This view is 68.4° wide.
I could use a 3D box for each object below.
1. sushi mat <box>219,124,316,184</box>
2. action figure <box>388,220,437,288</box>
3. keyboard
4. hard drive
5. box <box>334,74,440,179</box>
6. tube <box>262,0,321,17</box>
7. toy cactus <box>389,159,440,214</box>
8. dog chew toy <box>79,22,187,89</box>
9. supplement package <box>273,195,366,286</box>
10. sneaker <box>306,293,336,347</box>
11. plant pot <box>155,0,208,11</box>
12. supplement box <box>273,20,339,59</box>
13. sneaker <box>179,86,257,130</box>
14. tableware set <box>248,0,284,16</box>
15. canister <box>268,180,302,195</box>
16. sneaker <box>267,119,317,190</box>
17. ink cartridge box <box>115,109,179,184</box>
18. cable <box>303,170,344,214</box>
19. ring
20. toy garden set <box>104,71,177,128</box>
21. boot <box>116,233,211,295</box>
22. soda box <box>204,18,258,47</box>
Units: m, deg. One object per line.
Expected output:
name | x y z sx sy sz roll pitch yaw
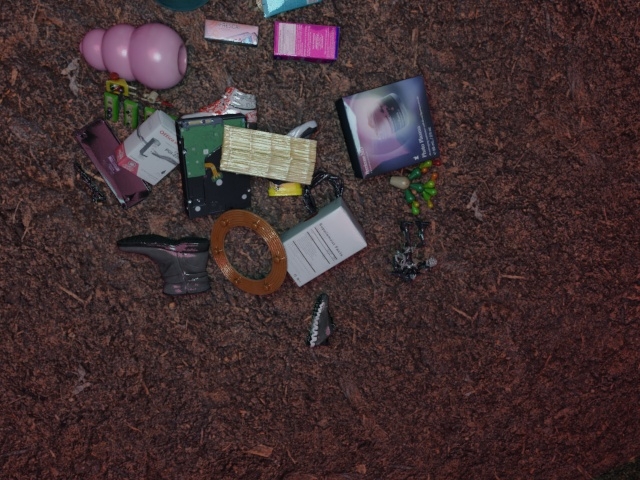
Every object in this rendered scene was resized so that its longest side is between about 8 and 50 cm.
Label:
sushi mat | -0.173 -0.285 1.578 0.317 0.019 0.151 8 100 -10
action figure | 0.354 0.063 1.826 0.164 0.141 0.275 2 98 -9
keyboard | -0.766 -0.254 1.676 0.202 0.033 0.317 -30 102 -2
hard drive | -0.363 -0.258 1.623 0.237 0.064 0.338 -16 124 -28
box | 0.239 -0.401 1.697 0.294 0.183 0.296 -17 103 -2
tube | -0.100 -0.831 1.622 0.207 0.052 0.080 -16 112 -10
toy cactus | 0.359 -0.215 1.797 0.181 0.112 0.218 17 118 12
dog chew toy | -0.616 -0.613 1.543 0.332 0.206 0.206 8 100 -1
supplement package | 0.000 0.000 1.723 0.293 0.177 0.175 -32 103 11
sneaker | 0.017 0.321 1.868 0.106 0.078 0.234 10 104 -12
plant pot | -0.461 -0.895 1.471 0.272 0.255 0.271 -2 102 -7
supplement box | -0.053 -0.685 1.637 0.220 0.111 0.113 3 101 -7
sneaker | -0.357 -0.465 1.656 0.270 0.090 0.144 1 100 -11
tableware set | -0.174 -0.884 1.619 0.128 0.039 0.194 5 107 -24
canister | -0.134 -0.253 1.734 0.126 0.073 0.169 -3 100 -7
sneaker | -0.094 -0.293 1.650 0.269 0.101 0.153 -37 103 3
ink cartridge box | -0.558 -0.312 1.600 0.218 0.092 0.158 -38 142 14
cable | 0.008 -0.166 1.781 0.151 0.047 0.184 11 101 -11
ring | -0.268 0.050 1.698 0.337 0.032 0.336 13 119 24
toy garden set | -0.609 -0.437 1.582 0.244 0.049 0.203 18 143 -11
boot | -0.575 0.100 1.732 0.338 0.118 0.222 5 106 -4
soda box | -0.307 -0.714 1.627 0.183 0.058 0.062 4 101 -7
